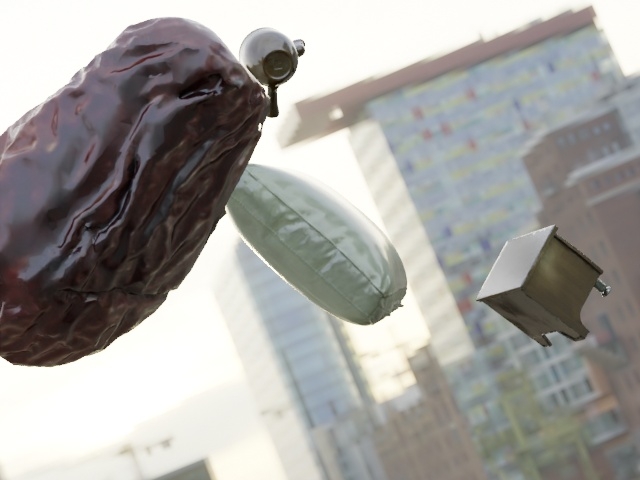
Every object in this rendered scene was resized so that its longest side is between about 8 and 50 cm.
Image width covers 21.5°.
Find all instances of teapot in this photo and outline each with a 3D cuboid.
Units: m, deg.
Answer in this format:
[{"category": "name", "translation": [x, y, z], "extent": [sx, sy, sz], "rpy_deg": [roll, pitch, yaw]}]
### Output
[{"category": "teapot", "translation": [-0.050, -0.199, 2.010], "extent": [0.085, 0.110, 0.080], "rpy_deg": [-11, 21, -13]}]

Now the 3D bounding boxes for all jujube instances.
[{"category": "jujube", "translation": [-0.194, -0.051, 1.505], "extent": [0.342, 0.216, 0.216], "rpy_deg": [-47, -15, 10]}]

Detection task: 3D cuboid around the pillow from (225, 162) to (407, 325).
[{"category": "pillow", "translation": [0.000, 0.000, 2.039], "extent": [0.120, 0.255, 0.322], "rpy_deg": [-49, -5, 6]}]

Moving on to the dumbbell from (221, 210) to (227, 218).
[{"category": "dumbbell", "translation": [-0.242, -0.093, 2.236], "extent": [0.121, 0.108, 0.302], "rpy_deg": [23, 1, 38]}]

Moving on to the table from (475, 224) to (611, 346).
[{"category": "table", "translation": [0.206, 0.044, 1.534], "extent": [0.070, 0.082, 0.083], "rpy_deg": [-59, 15, -23]}]
